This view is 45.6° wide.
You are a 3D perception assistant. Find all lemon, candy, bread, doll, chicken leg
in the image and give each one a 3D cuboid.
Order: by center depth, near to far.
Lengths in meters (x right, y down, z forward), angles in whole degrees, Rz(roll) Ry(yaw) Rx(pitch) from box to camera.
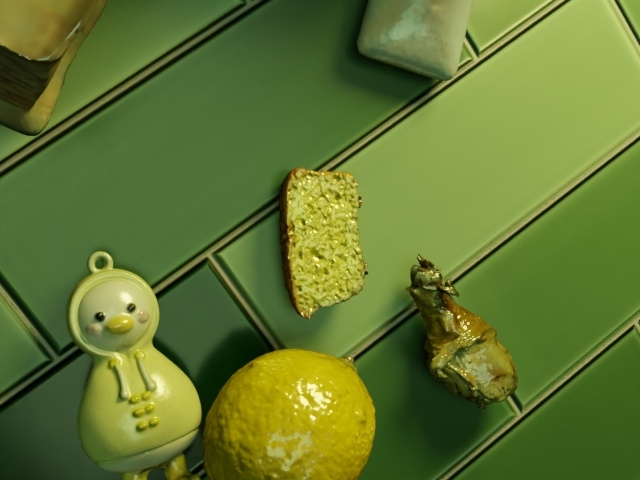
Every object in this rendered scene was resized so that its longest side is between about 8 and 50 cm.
[{"bbox_3d":[-0.222,0.158,0.881,0.141,0.117,0.296,-16,97,-17],"label":"doll"},{"bbox_3d":[-0.036,0.226,0.893,0.192,0.192,0.231,43,69,-12],"label":"lemon"},{"bbox_3d":[0.000,0.000,0.957,0.103,0.065,0.188,-9,94,-15],"label":"bread"},{"bbox_3d":[0.128,-0.303,0.968,0.138,0.071,0.174,14,89,-14],"label":"candy"},{"bbox_3d":[0.172,0.127,0.995,0.103,0.088,0.228,-37,104,4],"label":"chicken leg"}]

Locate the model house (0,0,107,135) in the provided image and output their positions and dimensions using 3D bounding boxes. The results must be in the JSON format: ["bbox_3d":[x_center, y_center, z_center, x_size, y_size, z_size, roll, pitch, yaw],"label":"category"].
[{"bbox_3d":[-0.400,-0.337,0.699,0.445,0.400,0.395,25,74,-22],"label":"model house"}]
